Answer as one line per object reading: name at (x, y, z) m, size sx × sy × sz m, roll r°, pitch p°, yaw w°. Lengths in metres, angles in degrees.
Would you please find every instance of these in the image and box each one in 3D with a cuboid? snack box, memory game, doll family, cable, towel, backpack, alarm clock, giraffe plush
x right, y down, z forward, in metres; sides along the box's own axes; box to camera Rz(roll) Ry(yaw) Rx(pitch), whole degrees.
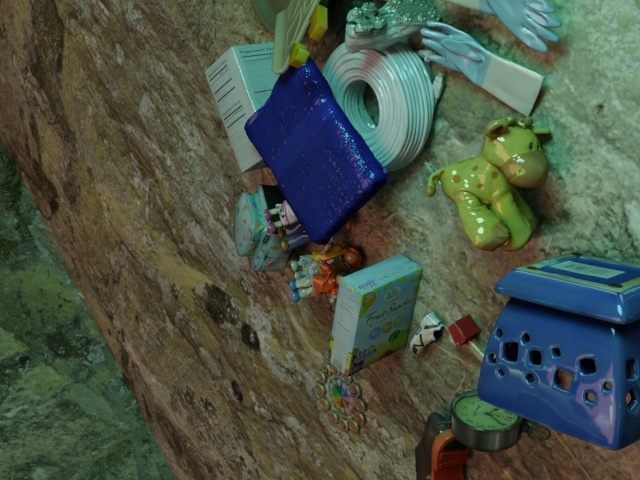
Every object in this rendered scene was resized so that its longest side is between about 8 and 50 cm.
snack box at (0.108, 0.149, 1.462) m, size 0.070 × 0.174 × 0.207 m, roll 33°, pitch 130°, yaw 38°
memory game at (0.047, 0.382, 1.774) m, size 0.186 × 0.012 × 0.186 m, roll 24°, pitch 122°, yaw 44°
doll family at (0.000, 0.000, 1.568) m, size 0.163 × 0.118 × 0.263 m, roll -16°, pitch 102°, yaw 19°
cable at (0.100, -0.252, 1.369) m, size 0.257 × 0.089 × 0.257 m, roll 33°, pitch 129°, yaw 39°
towel at (-0.009, -0.172, 1.395) m, size 0.227 × 0.076 × 0.308 m, roll -46°, pitch 66°, yaw 41°
backpack at (-0.128, -0.019, 1.704) m, size 0.188 × 0.144 × 0.166 m, roll 103°, pitch 154°, yaw -43°
alarm clock at (0.319, 0.334, 1.324) m, size 0.192 × 0.129 × 0.064 m, roll 7°, pitch 113°, yaw 28°
giraffe plush at (0.287, -0.107, 1.145) m, size 0.210 × 0.181 × 0.170 m, roll 44°, pitch 126°, yaw 7°

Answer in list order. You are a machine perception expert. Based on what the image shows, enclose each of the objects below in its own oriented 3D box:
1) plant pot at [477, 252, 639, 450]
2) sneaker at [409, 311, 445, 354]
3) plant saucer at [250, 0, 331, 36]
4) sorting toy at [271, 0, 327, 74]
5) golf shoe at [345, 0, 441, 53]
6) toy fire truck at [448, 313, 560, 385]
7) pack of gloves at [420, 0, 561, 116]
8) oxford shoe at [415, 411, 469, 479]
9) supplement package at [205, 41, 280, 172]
plant pot at (0.390, 0.141, 1.067) m, size 0.236 × 0.236 × 0.212 m, roll 14°, pitch 109°, yaw 48°
sneaker at (0.214, 0.195, 1.461) m, size 0.044 × 0.040 × 0.109 m, roll 43°, pitch 135°, yaw 29°
plant saucer at (-0.060, -0.550, 1.485) m, size 0.278 × 0.041 × 0.278 m, roll 23°, pitch 122°, yaw 44°
sorting toy at (-0.021, -0.406, 1.306) m, size 0.229 × 0.041 × 0.307 m, roll -51°, pitch 28°, yaw 42°
golf shoe at (0.118, -0.363, 1.242) m, size 0.086 × 0.176 × 0.069 m, roll 111°, pitch 141°, yaw -58°
toy fire truck at (0.328, 0.206, 1.315) m, size 0.192 × 0.047 × 0.135 m, roll 58°, pitch 142°, yaw 15°
pack of gloves at (0.266, -0.330, 1.143) m, size 0.232 × 0.046 × 0.195 m, roll 36°, pitch 149°, yaw 21°
oxford shoe at (0.243, 0.481, 1.524) m, size 0.098 × 0.097 × 0.271 m, roll -129°, pitch 42°, yaw -55°
supplement package at (-0.131, -0.293, 1.603) m, size 0.134 × 0.139 × 0.244 m, roll -23°, pitch 85°, yaw 52°
